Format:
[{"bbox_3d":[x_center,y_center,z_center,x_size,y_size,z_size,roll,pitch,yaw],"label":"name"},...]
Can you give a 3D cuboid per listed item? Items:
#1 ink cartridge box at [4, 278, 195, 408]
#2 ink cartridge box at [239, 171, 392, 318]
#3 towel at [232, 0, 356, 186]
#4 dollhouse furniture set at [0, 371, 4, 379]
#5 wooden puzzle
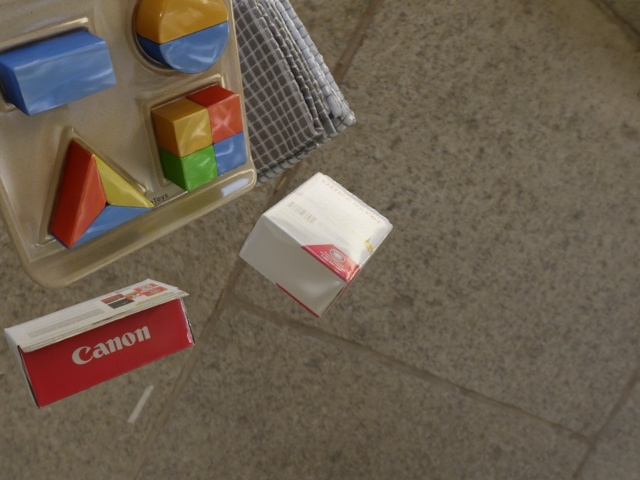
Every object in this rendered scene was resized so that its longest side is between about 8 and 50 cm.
[{"bbox_3d":[-0.420,0.192,1.264,0.309,0.271,0.130,-20,102,-29],"label":"ink cartridge box"},{"bbox_3d":[0.000,0.000,1.434,0.226,0.306,0.131,37,121,6],"label":"ink cartridge box"},{"bbox_3d":[-0.116,-0.242,1.049,0.235,0.121,0.284,-27,96,30],"label":"towel"},{"bbox_3d":[-0.696,0.199,1.279,0.151,0.302,0.197,32,107,-34],"label":"dollhouse furniture set"},{"bbox_3d":[-0.204,-0.147,0.705,0.322,0.080,0.348,-31,131,-32],"label":"wooden puzzle"}]
